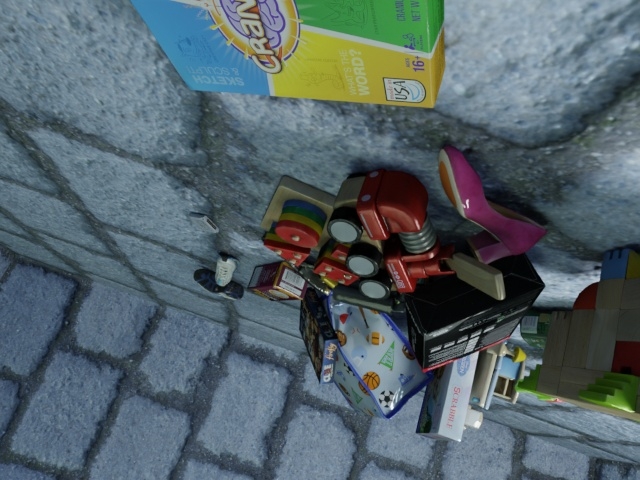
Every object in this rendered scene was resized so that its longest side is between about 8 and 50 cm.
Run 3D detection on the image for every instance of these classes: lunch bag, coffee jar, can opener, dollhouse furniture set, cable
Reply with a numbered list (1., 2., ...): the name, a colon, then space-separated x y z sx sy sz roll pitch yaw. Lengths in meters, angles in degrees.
1. lunch bag: 0.118 0.328 1.474 0.385 0.238 0.328 52 158 7
2. coffee jar: 0.541 0.196 1.026 0.096 0.079 0.184 35 155 -30
3. can opener: 0.166 0.133 1.158 0.280 0.074 0.093 8 121 24
4. dollhouse furniture set: 0.511 0.436 1.357 0.198 0.287 0.303 17 170 4
5. cable: -0.049 0.053 1.256 0.287 0.072 0.139 45 166 -26

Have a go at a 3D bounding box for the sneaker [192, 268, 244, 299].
1. sneaker: -0.392 0.171 1.766 0.211 0.080 0.081 35 151 -33

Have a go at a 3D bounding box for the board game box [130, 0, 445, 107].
1. board game box: -0.044 -0.245 0.460 0.316 0.064 0.242 11 157 21

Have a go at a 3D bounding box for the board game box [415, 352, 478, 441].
1. board game box: 0.374 0.418 1.389 0.065 0.319 0.318 17 158 7

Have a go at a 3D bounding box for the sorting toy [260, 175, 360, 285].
1. sorting toy: 0.000 0.000 0.993 0.255 0.090 0.257 22 159 -8

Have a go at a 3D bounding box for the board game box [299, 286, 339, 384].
1. board game box: -0.011 0.273 1.380 0.042 0.243 0.165 -5 120 -16

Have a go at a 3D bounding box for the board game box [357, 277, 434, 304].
1. board game box: 0.204 0.131 1.230 0.136 0.030 0.259 32 156 -35

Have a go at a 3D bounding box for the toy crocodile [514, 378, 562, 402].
1. toy crocodile: 0.701 0.404 1.299 0.340 0.105 0.115 2 163 -16

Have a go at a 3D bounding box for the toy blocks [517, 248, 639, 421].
1. toy blocks: 0.483 0.131 0.702 0.190 0.261 0.381 21 166 -10

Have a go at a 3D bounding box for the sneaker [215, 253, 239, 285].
1. sneaker: -0.309 0.104 1.527 0.071 0.083 0.191 21 158 0

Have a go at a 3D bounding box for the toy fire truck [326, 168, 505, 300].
1. toy fire truck: 0.156 0.002 0.745 0.246 0.159 0.217 -6 132 29

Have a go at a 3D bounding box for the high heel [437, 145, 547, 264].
1. high heel: 0.256 -0.061 0.689 0.117 0.082 0.244 -28 123 10

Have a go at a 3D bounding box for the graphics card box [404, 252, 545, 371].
1. graphics card box: 0.299 0.162 0.977 0.232 0.094 0.371 -22 153 2

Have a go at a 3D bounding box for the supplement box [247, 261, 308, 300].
1. supplement box: -0.129 0.127 1.430 0.104 0.081 0.188 30 157 -27

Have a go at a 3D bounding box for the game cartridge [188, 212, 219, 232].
1. game cartridge: -0.311 -0.047 1.248 0.055 0.017 0.083 7 156 20
